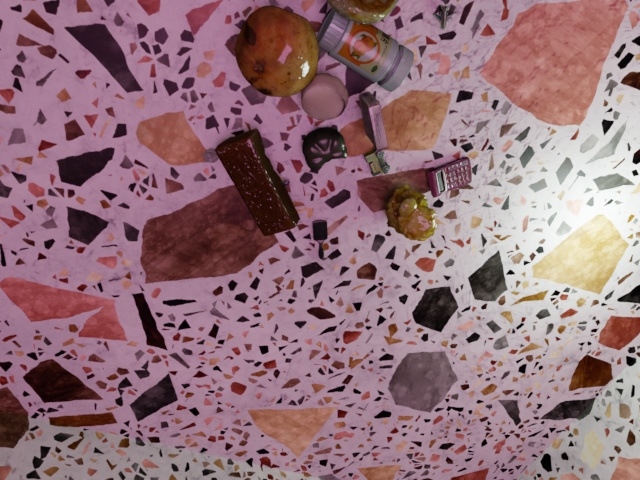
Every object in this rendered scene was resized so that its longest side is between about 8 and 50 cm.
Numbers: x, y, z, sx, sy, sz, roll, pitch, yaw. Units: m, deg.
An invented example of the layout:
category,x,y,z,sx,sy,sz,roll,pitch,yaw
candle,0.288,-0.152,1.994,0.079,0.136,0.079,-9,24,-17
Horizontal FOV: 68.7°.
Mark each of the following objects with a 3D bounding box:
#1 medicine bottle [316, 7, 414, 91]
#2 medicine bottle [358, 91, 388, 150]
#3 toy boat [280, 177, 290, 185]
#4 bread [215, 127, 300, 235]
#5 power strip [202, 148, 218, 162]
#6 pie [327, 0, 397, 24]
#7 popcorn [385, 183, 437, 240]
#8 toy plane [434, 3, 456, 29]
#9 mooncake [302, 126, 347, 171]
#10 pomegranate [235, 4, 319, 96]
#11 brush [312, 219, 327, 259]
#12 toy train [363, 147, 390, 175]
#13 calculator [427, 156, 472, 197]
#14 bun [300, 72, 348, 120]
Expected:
category,x,y,z,sx,sy,sz,roll,pitch,yaw
medicine bottle,0.150,-0.656,1.604,0.318,0.158,0.158,23,112,-20
medicine bottle,0.188,-0.436,1.704,0.052,0.201,0.171,-15,119,1
toy boat,-0.162,-0.232,1.848,0.083,0.038,0.038,0,118,-5
bread,-0.229,-0.209,1.785,0.165,0.113,0.417,-11,124,22
power strip,-0.401,-0.318,1.759,0.083,0.035,0.055,-16,119,2
pie,0.126,-0.839,1.489,0.302,0.067,0.303,0,89,-21
popcorn,0.359,-0.103,1.901,0.192,0.233,0.266,-34,144,15
toy plane,0.437,-0.790,1.655,0.080,0.033,0.083,-6,126,-7
mooncake,0.016,-0.341,1.783,0.168,0.104,0.175,27,114,-28
pomegranate,-0.135,-0.608,1.522,0.281,0.281,0.281,-4,118,-8
brush,0.000,0.000,2.009,0.062,0.016,0.194,-6,118,-6
toy train,0.226,-0.311,1.865,0.081,0.050,0.122,-23,120,8
calculator,0.541,-0.266,1.954,0.190,0.034,0.127,-22,119,-4
bun,0.017,-0.525,1.671,0.172,0.120,0.173,7,149,4
